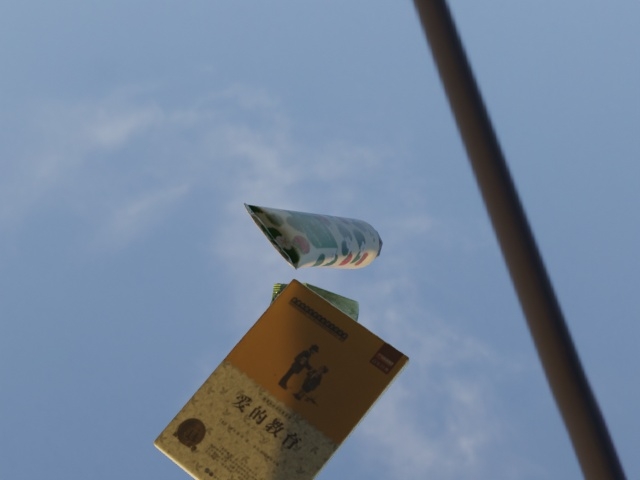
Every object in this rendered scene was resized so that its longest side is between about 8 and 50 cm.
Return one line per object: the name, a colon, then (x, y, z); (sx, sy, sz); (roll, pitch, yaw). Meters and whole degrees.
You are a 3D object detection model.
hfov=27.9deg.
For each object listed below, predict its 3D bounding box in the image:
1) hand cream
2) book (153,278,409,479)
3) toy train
hand cream: (0.000, 0.000, 1.487); (0.059, 0.276, 0.095); (-44, -108, 17)
book: (-0.030, 0.124, 0.986); (0.118, 0.012, 0.172); (34, -107, 21)
toy train: (-0.006, 0.070, 1.325); (0.056, 0.093, 0.038); (-7, -112, 47)
